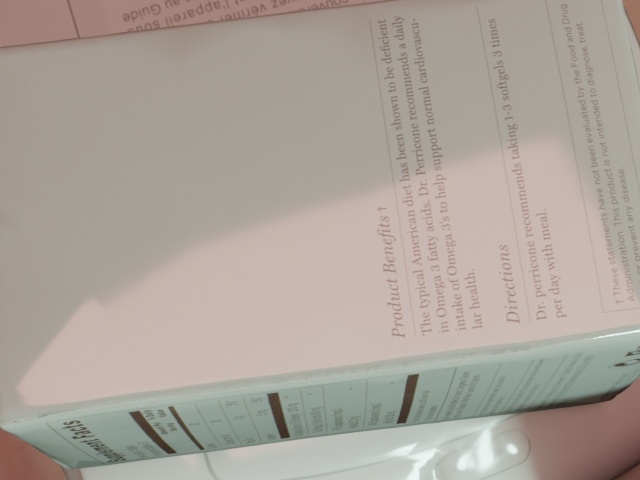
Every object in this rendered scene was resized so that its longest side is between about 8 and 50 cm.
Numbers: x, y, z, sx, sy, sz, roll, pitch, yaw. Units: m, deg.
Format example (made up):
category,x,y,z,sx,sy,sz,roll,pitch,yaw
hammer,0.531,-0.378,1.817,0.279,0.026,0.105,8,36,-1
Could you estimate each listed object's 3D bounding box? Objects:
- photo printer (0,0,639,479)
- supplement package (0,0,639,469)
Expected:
category,x,y,z,sx,sy,sz,roll,pitch,yaw
photo printer,0.002,-0.032,0.539,0.256,0.107,0.308,-18,74,-4
supplement package,0.000,0.000,0.418,0.179,0.105,0.105,-7,74,-1
